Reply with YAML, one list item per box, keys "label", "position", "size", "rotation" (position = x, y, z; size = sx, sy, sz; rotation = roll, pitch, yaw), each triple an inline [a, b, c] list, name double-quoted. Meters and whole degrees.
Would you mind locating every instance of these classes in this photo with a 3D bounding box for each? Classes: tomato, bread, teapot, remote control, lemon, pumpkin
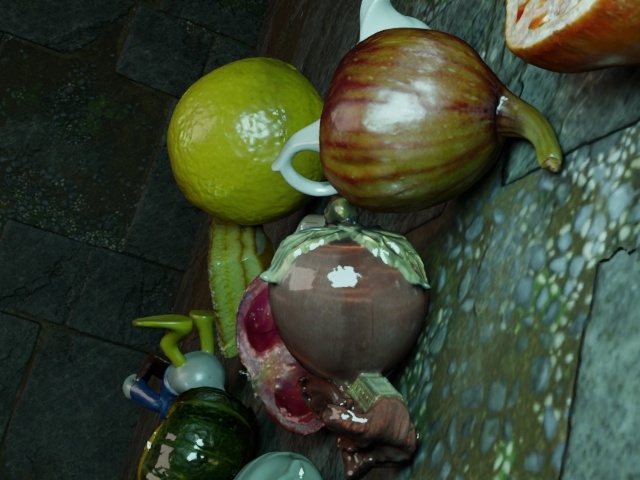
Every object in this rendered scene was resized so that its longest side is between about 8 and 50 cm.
- label: "tomato"
  position: [-0.009, 0.118, 0.915]
  size: [0.173, 0.099, 0.189]
  rotation: [-42, 68, 33]
- label: "bread"
  position: [-0.131, 0.064, 1.331]
  size: [0.234, 0.110, 0.184]
  rotation: [-111, 16, -66]
- label: "teapot"
  position: [0.056, -0.157, 0.929]
  size: [0.204, 0.139, 0.298]
  rotation: [-93, 26, -51]
- label: "remote control"
  position: [0.000, 0.000, 1.126]
  size: [0.221, 0.042, 0.078]
  rotation: [-171, 101, -76]
- label: "tomato"
  position: [0.213, -0.205, 0.489]
  size: [0.237, 0.095, 0.236]
  rotation: [-159, 90, -80]
- label: "lemon"
  position: [-0.110, -0.158, 1.278]
  size: [0.293, 0.293, 0.293]
  rotation: [-161, 90, -76]
- label: "pumpkin"
  position: [-0.174, 0.324, 1.126]
  size: [0.238, 0.159, 0.238]
  rotation: [-58, 7, 11]

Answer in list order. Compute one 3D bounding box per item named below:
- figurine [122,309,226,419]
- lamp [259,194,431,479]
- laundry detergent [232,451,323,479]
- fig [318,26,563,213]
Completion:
- label: "figurine"
  position: [-0.276, 0.301, 1.448]
  size: [0.283, 0.204, 0.338]
  rotation: [-6, 88, 51]
- label: "lamp"
  position: [0.037, 0.074, 0.727]
  size: [0.215, 0.151, 0.223]
  rotation: [-134, 24, -77]
- label: "laundry detergent"
  position: [-0.108, 0.393, 0.872]
  size: [0.398, 0.125, 0.264]
  rotation: [128, 156, -57]
- label: "fig"
  position: [0.109, -0.105, 0.691]
  size: [0.175, 0.207, 0.175]
  rotation: [-4, -90, -67]
